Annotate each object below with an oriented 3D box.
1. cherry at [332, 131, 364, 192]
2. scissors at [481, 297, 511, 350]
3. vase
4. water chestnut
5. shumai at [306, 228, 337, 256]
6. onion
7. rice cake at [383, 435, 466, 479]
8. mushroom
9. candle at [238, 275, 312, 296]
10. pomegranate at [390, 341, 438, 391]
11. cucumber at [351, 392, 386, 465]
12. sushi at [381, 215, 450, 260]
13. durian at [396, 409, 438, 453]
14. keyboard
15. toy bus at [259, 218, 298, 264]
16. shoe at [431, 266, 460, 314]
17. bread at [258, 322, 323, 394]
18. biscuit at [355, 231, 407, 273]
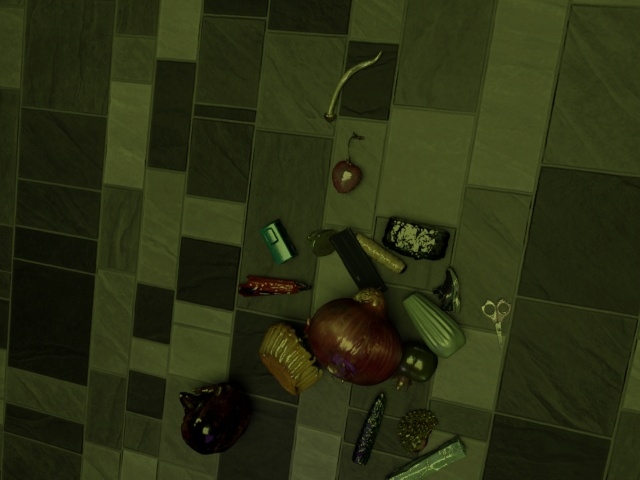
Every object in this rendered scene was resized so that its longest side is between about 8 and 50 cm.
[{"bbox_3d":[0.113,-0.272,1.765,0.107,0.090,0.226,25,92,22],"label":"cherry"},{"bbox_3d":[0.624,0.297,1.727,0.100,0.015,0.189,-7,96,16],"label":"scissors"},{"bbox_3d":[0.391,0.290,1.730,0.128,0.128,0.248,-44,75,14],"label":"vase"},{"bbox_3d":[-0.418,0.686,1.909,0.289,0.289,0.244,-41,53,14],"label":"water chestnut"},{"bbox_3d":[0.000,0.001,1.825,0.087,0.123,0.099,26,128,49],"label":"shumai"},{"bbox_3d":[0.106,0.343,1.693,0.353,0.353,0.354,1,96,14],"label":"onion"},{"bbox_3d":[0.383,0.832,1.813,0.336,0.063,0.066,-38,78,16],"label":"rice cake"},{"bbox_3d":[0.104,-0.563,1.763,0.068,0.043,0.306,34,102,-9],"label":"mushroom"},{"bbox_3d":[-0.178,0.182,1.893,0.301,0.059,0.084,1,108,16],"label":"candle"},{"bbox_3d":[0.329,0.453,1.765,0.152,0.131,0.191,23,123,5],"label":"pomegranate"},{"bbox_3d":[0.189,0.703,1.848,0.067,0.067,0.294,19,98,12],"label":"cucumber"},{"bbox_3d":[0.330,-0.002,1.714,0.225,0.124,0.127,15,99,6],"label":"sushi"},{"bbox_3d":[0.338,0.698,1.786,0.119,0.108,0.187,40,103,7],"label":"durian"},{"bbox_3d":[0.164,0.132,1.795,0.103,0.041,0.381,-27,95,26],"label":"keyboard"},{"bbox_3d":[-0.160,0.005,1.853,0.079,0.092,0.160,-28,88,14],"label":"toy bus"},{"bbox_3d":[0.440,0.180,1.734,0.099,0.071,0.169,-6,97,17],"label":"shoe"},{"bbox_3d":[-0.119,0.434,1.809,0.149,0.274,0.274,-37,84,-29],"label":"bread"},{"bbox_3d":[0.213,0.049,1.784,0.219,0.061,0.055,36,80,6],"label":"biscuit"}]
